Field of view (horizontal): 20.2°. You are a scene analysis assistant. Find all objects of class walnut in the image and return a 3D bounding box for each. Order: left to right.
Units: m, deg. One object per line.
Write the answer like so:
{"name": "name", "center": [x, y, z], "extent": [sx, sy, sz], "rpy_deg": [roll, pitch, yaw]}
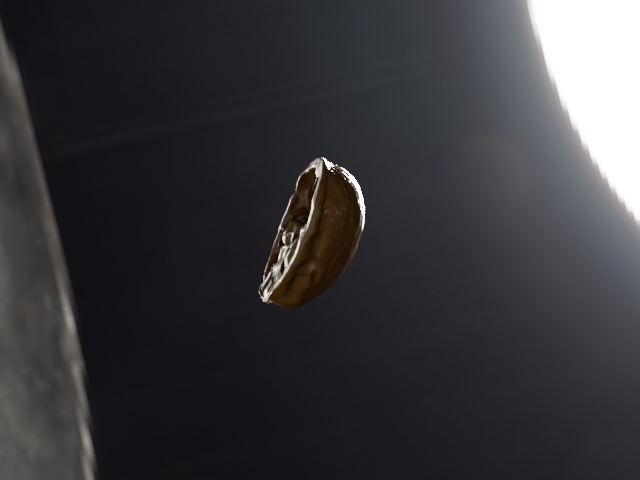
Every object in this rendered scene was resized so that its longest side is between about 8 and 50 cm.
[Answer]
{"name": "walnut", "center": [0.000, 0.000, 1.278], "extent": [0.091, 0.052, 0.121], "rpy_deg": [-87, -161, -56]}
